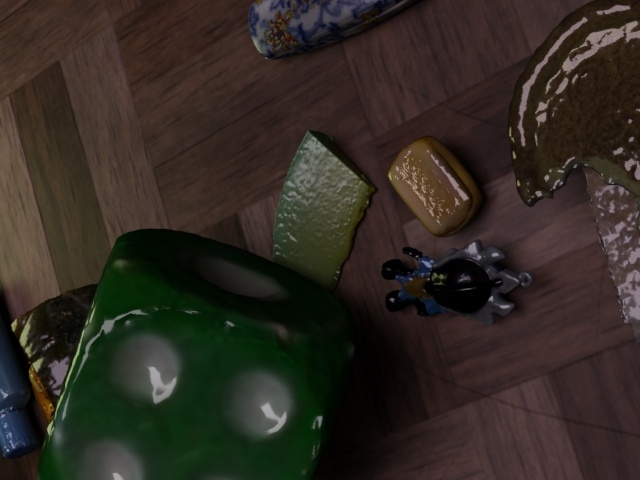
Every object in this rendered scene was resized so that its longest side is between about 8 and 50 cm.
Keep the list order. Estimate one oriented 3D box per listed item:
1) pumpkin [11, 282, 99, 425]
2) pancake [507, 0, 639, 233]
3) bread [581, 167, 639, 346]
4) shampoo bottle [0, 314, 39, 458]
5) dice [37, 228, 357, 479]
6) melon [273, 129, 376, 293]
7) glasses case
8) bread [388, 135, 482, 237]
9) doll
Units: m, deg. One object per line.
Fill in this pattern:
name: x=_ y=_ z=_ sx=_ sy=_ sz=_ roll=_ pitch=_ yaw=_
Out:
pumpkin: x=-0.336 y=0.180 z=1.709 sx=0.280 sy=0.190 sz=0.139 roll=-40 pitch=67 yaw=27
pancake: x=0.310 y=-0.109 z=1.253 sx=0.286 sy=0.033 sz=0.288 roll=-32 pitch=66 yaw=25
bread: x=0.360 y=-0.059 z=1.293 sx=0.183 sy=0.102 sz=0.337 roll=-20 pitch=74 yaw=28
shampoo bottle: x=-0.472 y=0.190 z=1.879 sx=0.104 sy=0.061 sz=0.258 roll=-41 pitch=65 yaw=36
dice: x=-0.137 y=0.173 z=1.454 sx=0.297 sy=0.287 sz=0.300 roll=20 pitch=101 yaw=-6
melon: x=0.000 y=0.001 z=1.585 sx=0.114 sy=0.053 sz=0.261 roll=15 pitch=100 yaw=16
glasses case: x=0.019 y=-0.288 z=1.559 sx=0.248 sy=0.065 sz=0.087 roll=-20 pitch=79 yaw=31
bread: x=0.134 y=-0.061 z=1.475 sx=0.115 sy=0.056 sz=0.082 roll=50 pitch=118 yaw=20
doll: x=0.152 y=0.047 z=1.451 sx=0.195 sy=0.070 sz=0.096 roll=-4 pitch=101 yaw=42
